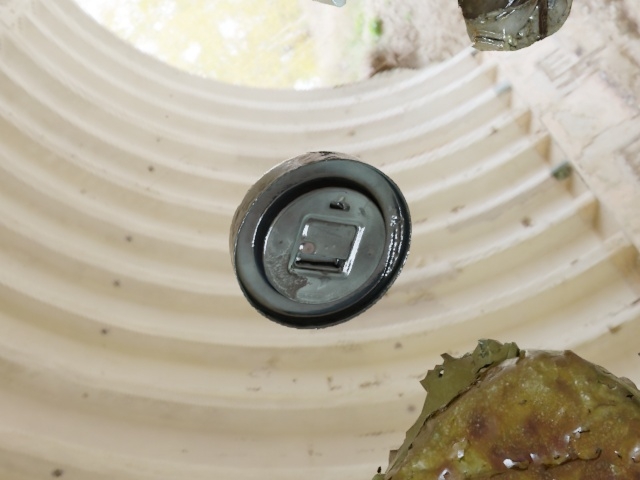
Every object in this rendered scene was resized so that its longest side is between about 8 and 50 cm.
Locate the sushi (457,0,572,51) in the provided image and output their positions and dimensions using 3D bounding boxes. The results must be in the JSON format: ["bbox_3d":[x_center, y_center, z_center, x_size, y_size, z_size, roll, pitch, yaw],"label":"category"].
[{"bbox_3d":[0.368,-0.401,1.585,0.273,0.134,0.109,-21,-73,-52],"label":"sushi"}]

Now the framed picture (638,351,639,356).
[{"bbox_3d":[0.546,0.139,0.970,0.293,0.231,0.018,45,-163,29],"label":"framed picture"}]

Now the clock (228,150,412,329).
[{"bbox_3d":[0.000,0.000,1.000,0.215,0.215,0.042,45,-175,-33],"label":"clock"}]

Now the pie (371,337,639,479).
[{"bbox_3d":[0.157,0.228,0.611,0.103,0.288,0.355,29,-170,-48],"label":"pie"}]

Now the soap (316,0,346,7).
[{"bbox_3d":[-0.003,-0.552,1.728,0.159,0.088,0.265,53,-178,-21],"label":"soap"}]
